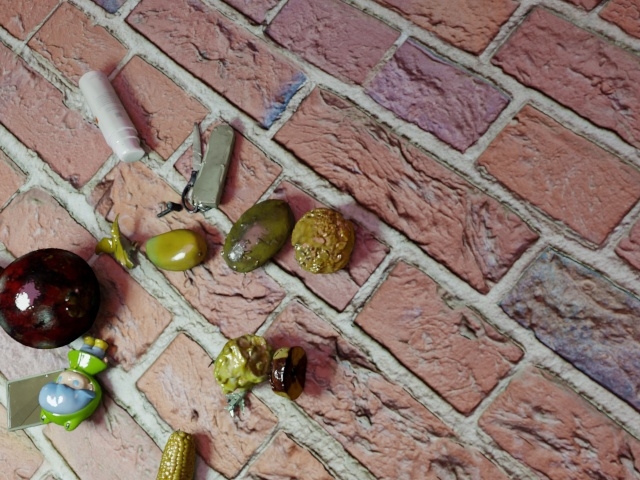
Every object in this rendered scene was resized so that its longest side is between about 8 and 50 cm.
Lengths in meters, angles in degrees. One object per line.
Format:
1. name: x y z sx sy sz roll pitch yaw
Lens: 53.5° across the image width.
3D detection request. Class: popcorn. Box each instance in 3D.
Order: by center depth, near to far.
1. popcorn: -0.207 0.323 1.656 0.173 0.173 0.142 -40 93 2

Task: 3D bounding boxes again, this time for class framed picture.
1. framed picture: -0.836 0.470 1.876 0.203 0.015 0.150 -15 72 11

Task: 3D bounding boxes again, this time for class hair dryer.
1. hair dryer: -0.463 -0.091 1.916 0.083 0.047 0.026 -24 69 24

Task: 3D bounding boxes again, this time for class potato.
1. potato: -0.172 -0.018 1.772 0.149 0.113 0.251 42 89 20

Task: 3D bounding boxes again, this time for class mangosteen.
1. mangosteen: -0.779 0.163 1.811 0.311 0.311 0.311 -4 74 15

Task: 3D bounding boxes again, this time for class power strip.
1. power strip: -0.315 -0.224 1.891 0.080 0.048 0.286 10 73 5

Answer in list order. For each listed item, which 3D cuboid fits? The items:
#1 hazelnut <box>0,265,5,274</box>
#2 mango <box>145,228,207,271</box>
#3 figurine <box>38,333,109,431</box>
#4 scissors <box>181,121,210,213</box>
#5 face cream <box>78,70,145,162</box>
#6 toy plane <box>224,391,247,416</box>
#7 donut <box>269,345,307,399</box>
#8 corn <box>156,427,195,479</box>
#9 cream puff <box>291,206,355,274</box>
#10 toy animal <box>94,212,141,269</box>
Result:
1. hazelnut: -1.058 0.156 1.938 0.229 0.229 0.229 -4 74 15
2. mango: -0.420 0.026 1.842 0.195 0.092 0.130 10 79 23
3. figurine: -0.686 0.400 1.796 0.162 0.143 0.263 13 62 12
4. scissors: -0.375 -0.226 1.937 0.109 0.022 0.300 -9 72 9
5. face cream: -0.661 -0.388 2.021 0.102 0.102 0.345 -33 68 5
6. toy plane: -0.225 0.431 1.705 0.080 0.033 0.083 33 85 36
7. donut: -0.083 0.338 1.641 0.059 0.140 0.140 -1 75 27
8. corn: -0.385 0.652 1.657 0.102 0.102 0.313 1 73 16
9. cream puff: 0.000 0.000 1.712 0.189 0.129 0.189 -5 70 16
10. toy animal: -0.593 0.003 1.899 0.219 0.095 0.155 -1 73 47
